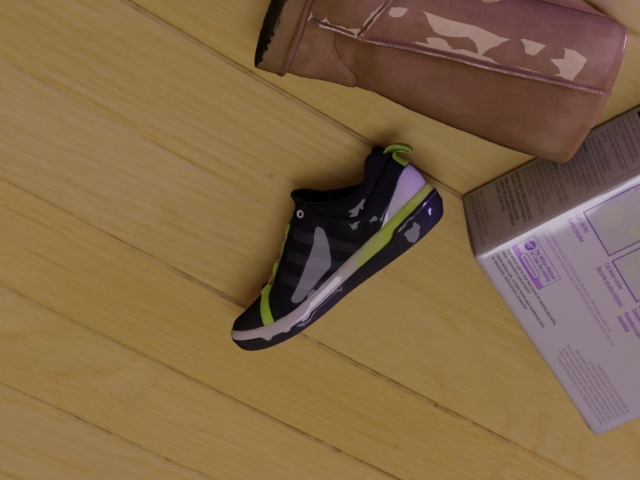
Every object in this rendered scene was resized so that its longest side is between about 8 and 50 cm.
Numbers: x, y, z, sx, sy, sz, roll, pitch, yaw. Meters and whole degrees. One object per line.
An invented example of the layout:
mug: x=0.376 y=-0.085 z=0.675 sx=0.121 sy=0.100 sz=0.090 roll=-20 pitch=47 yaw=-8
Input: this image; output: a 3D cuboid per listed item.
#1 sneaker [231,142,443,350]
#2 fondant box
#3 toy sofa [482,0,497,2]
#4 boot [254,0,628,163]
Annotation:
sneaker: x=0.000 y=0.000 z=1.259 sx=0.234 sy=0.084 sz=0.097 roll=-38 pitch=94 yaw=20
fondant box: x=0.322 y=-0.002 z=1.248 sx=0.330 sy=0.096 sz=0.238 roll=-27 pitch=122 yaw=16
toy sofa: x=0.268 y=-0.262 z=0.911 sx=0.362 sy=0.177 sz=0.150 roll=0 pitch=149 yaw=13
boot: x=0.108 y=-0.188 z=1.119 sx=0.269 sy=0.089 sz=0.236 roll=14 pitch=133 yaw=-13
